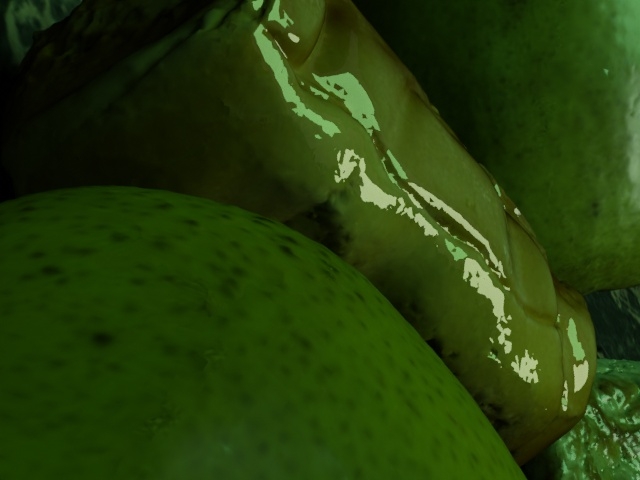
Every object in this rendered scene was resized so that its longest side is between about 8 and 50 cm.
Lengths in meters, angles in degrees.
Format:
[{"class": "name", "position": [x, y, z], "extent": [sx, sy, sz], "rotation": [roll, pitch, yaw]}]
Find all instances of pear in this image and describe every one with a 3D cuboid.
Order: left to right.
[{"class": "pear", "position": [-0.069, 0.129, 0.458], "extent": [0.294, 0.294, 0.294], "rotation": [43, 36, -41]}, {"class": "pear", "position": [0.103, -0.112, 0.983], "extent": [0.253, 0.253, 0.307], "rotation": [-3, 78, -63]}]

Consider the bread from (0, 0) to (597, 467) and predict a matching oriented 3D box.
[{"class": "bread", "position": [0.000, 0.000, 0.792], "extent": [0.294, 0.167, 0.132], "rotation": [46, 33, -38]}]

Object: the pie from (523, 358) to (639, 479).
[{"class": "pie", "position": [0.224, 0.169, 1.139], "extent": [0.241, 0.054, 0.240], "rotation": [18, 52, -24]}]
